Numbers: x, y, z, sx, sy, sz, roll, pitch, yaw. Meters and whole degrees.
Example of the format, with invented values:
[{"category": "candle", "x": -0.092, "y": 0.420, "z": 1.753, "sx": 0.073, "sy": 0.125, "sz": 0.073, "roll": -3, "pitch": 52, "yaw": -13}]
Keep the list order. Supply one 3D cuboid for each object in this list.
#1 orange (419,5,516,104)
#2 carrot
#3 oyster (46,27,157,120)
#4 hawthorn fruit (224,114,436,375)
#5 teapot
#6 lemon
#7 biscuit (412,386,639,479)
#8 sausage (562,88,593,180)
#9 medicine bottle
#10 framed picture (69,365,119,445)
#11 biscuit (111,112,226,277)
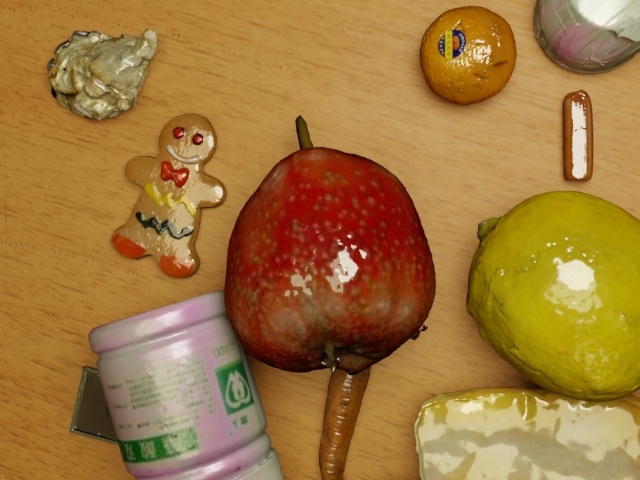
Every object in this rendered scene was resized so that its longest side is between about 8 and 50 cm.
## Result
[{"category": "orange", "x": 0.208, "y": -0.256, "z": 1.043, "sx": 0.135, "sy": 0.117, "sz": 0.135, "roll": -9, "pitch": 73, "yaw": 34}, {"category": "carrot", "x": 0.030, "y": 0.274, "z": 1.113, "sx": 0.059, "sy": 0.059, "sz": 0.248, "roll": 12, "pitch": 96, "yaw": 8}, {"category": "oyster", "x": -0.333, "y": -0.266, "z": 1.140, "sx": 0.191, "sy": 0.081, "sz": 0.163, "roll": -42, "pitch": 81, "yaw": 3}, {"category": "hawthorn fruit", "x": 0.000, "y": 0.000, "z": 1.012, "sx": 0.285, "sy": 0.285, "sz": 0.369, "roll": -12, "pitch": 80, "yaw": 8}, {"category": "teapot", "x": 0.379, "y": -0.345, "z": 0.984, "sx": 0.163, "sy": 0.178, "sz": 0.221, "roll": 7, "pitch": 91, "yaw": 7}, {"category": "lemon", "x": 0.331, "y": 0.073, "z": 0.969, "sx": 0.260, "sy": 0.260, "sz": 0.284, "roll": -27, "pitch": 85, "yaw": 8}, {"category": "biscuit", "x": 0.337, "y": 0.402, "z": 1.048, "sx": 0.446, "sy": 0.104, "sz": 0.429, "roll": -11, "pitch": 91, "yaw": 11}, {"category": "sausage", "x": 0.366, "y": -0.149, "z": 1.062, "sx": 0.041, "sy": 0.039, "sz": 0.131, "roll": -1, "pitch": 90, "yaw": 15}, {"category": "medicine bottle", "x": -0.186, "y": 0.251, "z": 1.064, "sx": 0.212, "sy": 0.212, "sz": 0.325, "roll": -16, "pitch": 90, "yaw": 8}, {"category": "framed picture", "x": -0.318, "y": 0.269, "z": 1.183, "sx": 0.149, "sy": 0.011, "sz": 0.109, "roll": 14, "pitch": 94, "yaw": 7}, {"category": "biscuit", "x": -0.230, "y": -0.076, "z": 1.149, "sx": 0.165, "sy": 0.036, "sz": 0.250, "roll": 20, "pitch": 94, "yaw": 6}]
